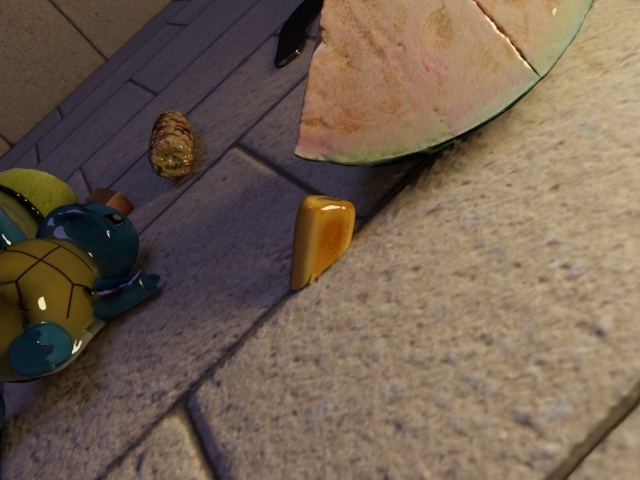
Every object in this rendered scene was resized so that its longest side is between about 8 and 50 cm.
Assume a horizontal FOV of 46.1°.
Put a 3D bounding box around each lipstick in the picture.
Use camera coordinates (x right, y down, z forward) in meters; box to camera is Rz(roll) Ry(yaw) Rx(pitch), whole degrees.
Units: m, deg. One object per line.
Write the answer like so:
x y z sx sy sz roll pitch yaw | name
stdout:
-0.405 -0.070 1.438 0.045 0.045 0.145 -52 28 -15 | lipstick

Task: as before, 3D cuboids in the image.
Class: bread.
0.000 0.001 0.797 0.062 0.103 0.049 -5 28 -26 | bread

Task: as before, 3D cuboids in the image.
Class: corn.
-0.272 -0.186 1.391 0.086 0.086 0.253 -38 24 8 | corn

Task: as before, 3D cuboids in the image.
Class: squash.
-0.617 -0.064 1.523 0.220 0.220 0.133 -23 36 34 | squash

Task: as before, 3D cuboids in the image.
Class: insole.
-0.044 -0.433 1.530 0.110 0.012 0.309 -28 30 25 | insole

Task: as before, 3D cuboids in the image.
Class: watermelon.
0.134 -0.233 0.817 0.293 0.318 0.222 4 4 6 | watermelon

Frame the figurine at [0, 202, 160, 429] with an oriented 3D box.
-0.387 0.092 1.021 0.298 0.243 0.416 19 58 11 | figurine
